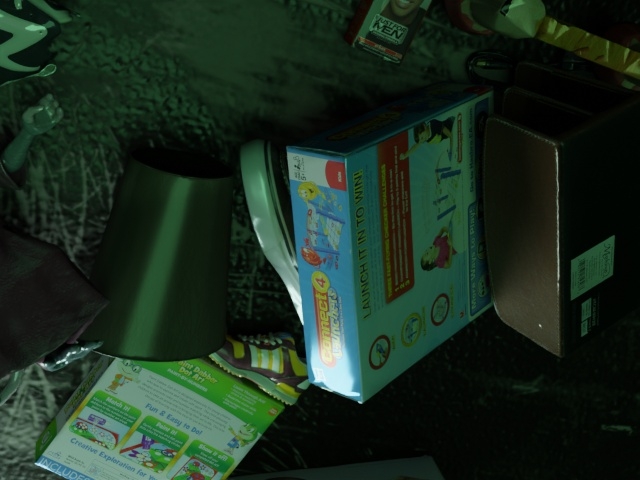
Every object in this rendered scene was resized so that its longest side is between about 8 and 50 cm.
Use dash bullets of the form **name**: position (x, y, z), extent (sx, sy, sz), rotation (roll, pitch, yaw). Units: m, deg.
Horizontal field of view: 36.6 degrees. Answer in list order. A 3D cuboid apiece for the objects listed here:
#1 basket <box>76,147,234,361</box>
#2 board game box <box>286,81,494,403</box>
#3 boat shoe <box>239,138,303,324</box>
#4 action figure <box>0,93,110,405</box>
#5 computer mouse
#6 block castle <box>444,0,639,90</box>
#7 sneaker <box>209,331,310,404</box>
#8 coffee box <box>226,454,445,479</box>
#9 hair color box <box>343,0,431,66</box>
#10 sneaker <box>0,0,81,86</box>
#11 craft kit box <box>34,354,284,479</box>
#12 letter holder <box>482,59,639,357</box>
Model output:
- **basket**: position (-0.190, 0.013, 1.182), extent (0.204, 0.154, 0.227), rotation (-2, 111, -39)
- **board game box**: position (0.101, -0.009, 1.185), extent (0.302, 0.086, 0.308), rotation (-28, 122, -43)
- **boat shoe**: position (0.000, 0.000, 1.235), extent (0.119, 0.121, 0.335), rotation (-15, 129, 13)
- **action figure**: position (-0.399, -0.004, 1.107), extent (0.248, 0.275, 0.370), rotation (-28, 85, -34)
- **computer mouse**: position (0.308, -0.228, 1.261), extent (0.242, 0.041, 0.071), rotation (-7, 116, -11)
- **block castle**: position (0.363, -0.411, 1.103), extent (0.302, 0.213, 0.453), rotation (17, 107, -17)
- **sneaker**: position (-0.084, 0.149, 1.322), extent (0.185, 0.069, 0.084), rotation (35, 93, -32)
- **coffee box**: position (0.039, 0.550, 1.378), extent (0.337, 0.334, 0.338), rotation (-3, 113, -12)
- **hair color box**: position (0.092, -0.292, 1.175), extent (0.072, 0.043, 0.141), rotation (19, 107, -20)
- **sneaker**: position (-0.339, -0.276, 1.044), extent (0.153, 0.094, 0.235), rotation (-5, 115, -14)
- **craft kit box**: position (-0.221, 0.255, 1.337), extent (0.249, 0.061, 0.247), rotation (34, 104, -25)
- **letter holder**: position (0.273, -0.048, 1.212), extent (0.152, 0.214, 0.302), rotation (-27, 127, -26)
